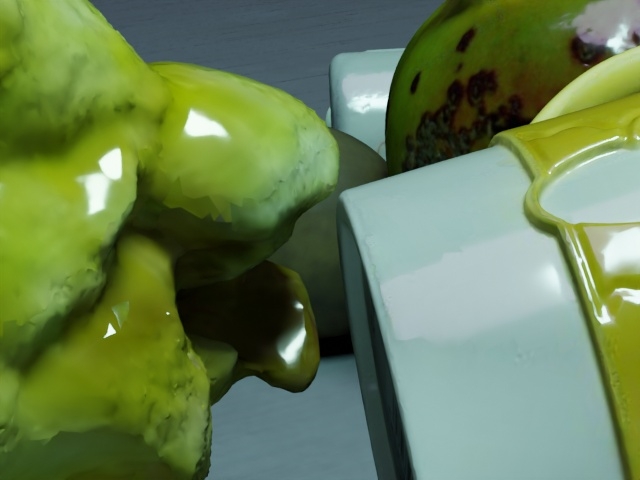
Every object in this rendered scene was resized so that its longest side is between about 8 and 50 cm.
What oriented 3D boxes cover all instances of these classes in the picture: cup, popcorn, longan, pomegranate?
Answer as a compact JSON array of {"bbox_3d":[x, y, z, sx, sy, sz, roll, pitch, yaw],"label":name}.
[{"bbox_3d":[0.121,0.020,0.397,0.226,0.185,0.241,-12,40,-3],"label":"cup"},{"bbox_3d":[-0.126,0.013,0.411,0.266,0.233,0.192,-8,6,-15],"label":"popcorn"},{"bbox_3d":[0.000,0.000,0.665,0.119,0.106,0.106,31,3,-25],"label":"longan"},{"bbox_3d":[0.122,-0.066,0.581,0.198,0.246,0.198,1,17,0],"label":"pomegranate"}]

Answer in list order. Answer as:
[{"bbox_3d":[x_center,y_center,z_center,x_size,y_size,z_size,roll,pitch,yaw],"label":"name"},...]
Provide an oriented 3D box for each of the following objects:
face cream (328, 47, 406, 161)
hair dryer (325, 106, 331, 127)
[{"bbox_3d":[0.132,-0.062,0.812,0.252,0.101,0.101,-3,17,0],"label":"face cream"},{"bbox_3d":[0.069,-0.081,1.011,0.124,0.038,0.063,-9,18,-40],"label":"hair dryer"}]
